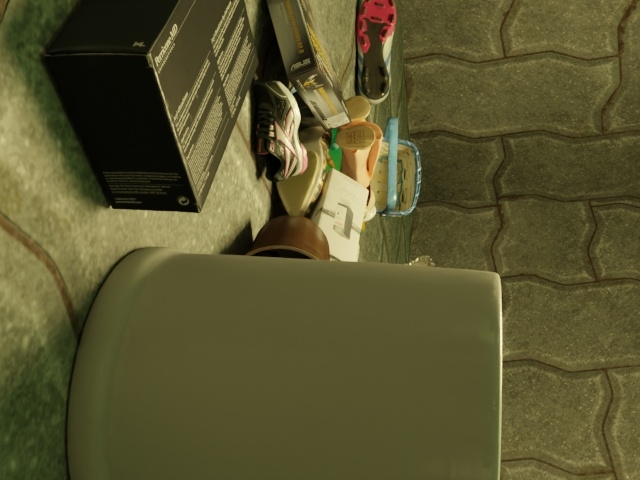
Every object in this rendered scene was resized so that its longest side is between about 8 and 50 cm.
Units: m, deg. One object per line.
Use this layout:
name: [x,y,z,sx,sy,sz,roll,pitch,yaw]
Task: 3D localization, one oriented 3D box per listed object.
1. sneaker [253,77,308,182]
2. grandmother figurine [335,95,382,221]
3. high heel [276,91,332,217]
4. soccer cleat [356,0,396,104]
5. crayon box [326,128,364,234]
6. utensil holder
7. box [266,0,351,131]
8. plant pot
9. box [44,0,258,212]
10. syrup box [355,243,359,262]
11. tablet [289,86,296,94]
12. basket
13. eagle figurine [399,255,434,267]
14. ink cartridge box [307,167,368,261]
sneaker: [-0.075,-0.174,1.216,0.077,0.072,0.178,-39,122,-36]
grandmother figurine: [0.077,-0.136,1.559,0.342,0.104,0.208,80,11,-64]
high heel: [-0.017,-0.129,1.418,0.186,0.093,0.261,53,37,-68]
soccer cleat: [0.154,-0.565,2.208,0.143,0.116,0.331,169,-75,-86]
crayon box: [0.055,-0.142,1.797,0.165,0.081,0.279,-47,137,-72]
utensil holder: [-0.010,0.175,0.793,0.327,0.385,0.328,1,90,-79]
box: [-0.019,-0.319,1.314,0.231,0.056,0.183,44,30,-68]
plant pot: [-0.051,0.047,1.156,0.165,0.166,0.167,-81,168,-64]
box: [-0.151,-0.184,0.757,0.184,0.103,0.261,84,14,-46]
syrup box: [0.023,0.076,1.638,0.093,0.096,0.237,75,20,-48]
tablet: [-0.050,-0.259,1.463,0.054,0.006,0.083,-68,156,-58]
basket: [0.188,-0.193,2.134,0.289,0.201,0.255,80,14,-81]
eagle figurine: [0.155,0.157,1.804,0.225,0.298,0.226,-97,-167,-51]
ink cartridge box: [0.000,0.000,1.365,0.158,0.092,0.218,-49,-163,41]
